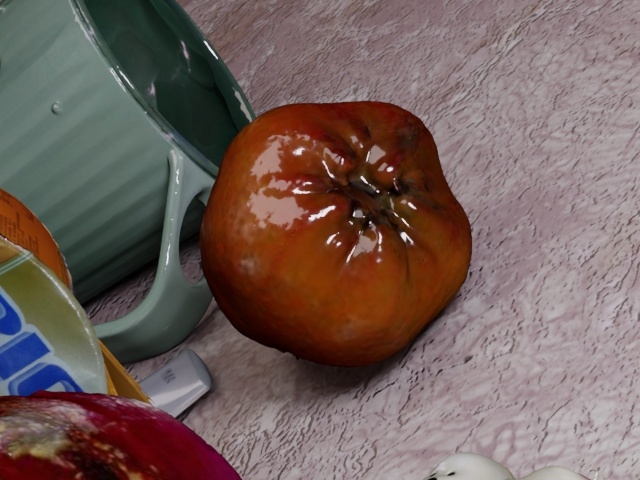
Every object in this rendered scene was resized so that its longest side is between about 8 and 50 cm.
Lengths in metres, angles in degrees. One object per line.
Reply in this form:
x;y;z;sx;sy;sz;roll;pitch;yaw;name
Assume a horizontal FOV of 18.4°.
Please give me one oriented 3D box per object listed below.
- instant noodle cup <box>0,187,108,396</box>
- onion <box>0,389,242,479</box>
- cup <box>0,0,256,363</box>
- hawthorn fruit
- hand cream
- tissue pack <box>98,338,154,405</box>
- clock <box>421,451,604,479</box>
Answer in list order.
-0.304;0.080;1.504;0.296;0.296;0.214;-35;18;8;instant noodle cup
-0.258;0.249;1.312;0.420;0.398;0.398;30;68;30;onion
-0.273;-0.060;1.945;0.392;0.310;0.401;-37;25;16;cup
0.000;0.000;1.628;0.224;0.224;0.261;-53;9;-27;hawthorn fruit
-0.204;0.187;1.751;0.255;0.048;0.079;-37;32;-3;hand cream
-0.243;0.235;1.619;0.274;0.145;0.194;-37;29;1;tissue pack
0.112;0.204;1.274;0.231;0.103;0.144;3;57;54;clock
